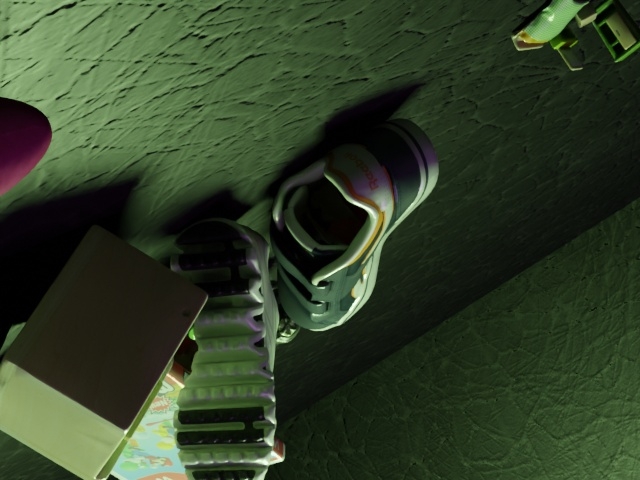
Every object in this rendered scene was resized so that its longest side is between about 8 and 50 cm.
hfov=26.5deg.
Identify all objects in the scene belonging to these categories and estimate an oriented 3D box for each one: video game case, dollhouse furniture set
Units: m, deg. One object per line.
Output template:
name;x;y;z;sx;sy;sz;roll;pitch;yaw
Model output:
video game case;-0.200;0.196;1.499;0.204;0.025;0.285;-19;139;27
dollhouse furniture set;0.262;-0.205;1.357;0.076;0.058;0.151;-40;165;37

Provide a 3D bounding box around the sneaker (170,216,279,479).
sneaker;-0.084;0.122;1.383;0.110;0.292;0.118;1;-178;16

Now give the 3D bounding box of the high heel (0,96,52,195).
high heel;-0.256;-0.048;0.735;0.244;0.082;0.117;-10;169;-24

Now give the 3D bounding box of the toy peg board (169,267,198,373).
toy peg board;-0.163;0.128;1.487;0.160;0.079;0.161;-31;135;4

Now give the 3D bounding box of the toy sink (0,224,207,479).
toy sink;-0.211;0.120;1.248;0.153;0.131;0.234;-61;-175;-32

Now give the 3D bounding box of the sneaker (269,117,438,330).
sneaker;0.000;0.000;1.427;0.127;0.126;0.321;-27;157;-37

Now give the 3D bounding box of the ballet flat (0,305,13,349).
ballet flat;-0.349;0.118;1.143;0.095;0.096;0.280;-36;167;25

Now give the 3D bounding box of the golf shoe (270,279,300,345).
golf shoe;-0.158;0.134;1.658;0.273;0.105;0.120;-18;179;-25
